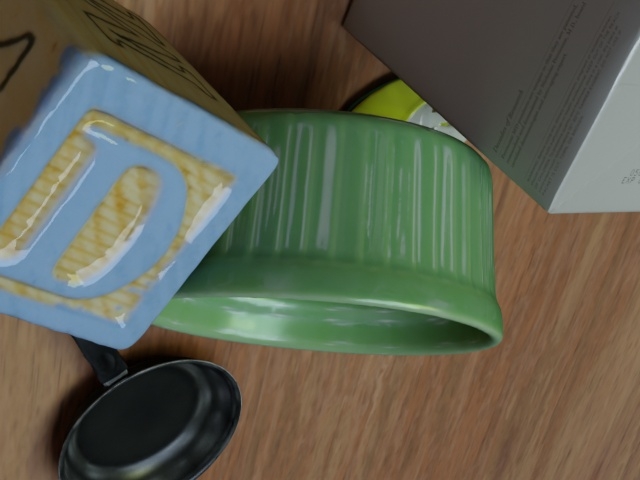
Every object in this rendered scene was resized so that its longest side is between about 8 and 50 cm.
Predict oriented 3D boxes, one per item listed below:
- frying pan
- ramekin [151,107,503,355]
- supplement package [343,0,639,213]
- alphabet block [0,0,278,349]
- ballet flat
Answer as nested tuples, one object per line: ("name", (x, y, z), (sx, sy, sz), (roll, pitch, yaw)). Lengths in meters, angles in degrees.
("frying pan", (-0.203, 0.162, 1.200), (0.197, 0.053, 0.326), (-47, 139, 5))
("ramekin", (0.000, 0.000, 1.034), (0.303, 0.303, 0.148), (18, 72, -48))
("supplement package", (0.187, -0.174, 1.028), (0.178, 0.293, 0.175), (-3, 127, -39))
("alphabet block", (-0.187, -0.069, 0.886), (0.192, 0.197, 0.193), (-50, 141, 10))
("ballet flat", (0.132, -0.124, 1.201), (0.231, 0.077, 0.077), (-19, 136, -27))
